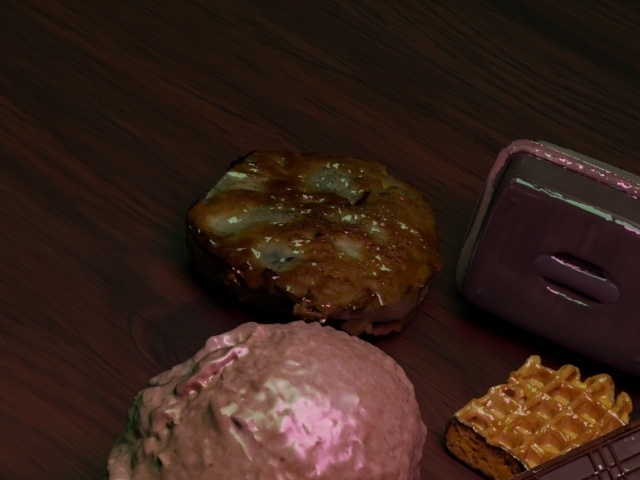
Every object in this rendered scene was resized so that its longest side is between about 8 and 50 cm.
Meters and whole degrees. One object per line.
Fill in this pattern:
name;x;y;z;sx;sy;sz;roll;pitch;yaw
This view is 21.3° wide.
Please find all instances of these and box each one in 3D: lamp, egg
lamp;0.241;0.248;1.666;0.325;0.090;0.089;-21;80;-25
egg;-0.047;0.209;1.552;0.310;0.279;0.279;-29;51;-24

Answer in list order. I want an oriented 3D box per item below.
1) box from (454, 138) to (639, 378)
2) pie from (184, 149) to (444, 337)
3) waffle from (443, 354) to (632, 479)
box;0.311;0.021;1.963;0.290;0.220;0.166;23;23;13
pie;0.000;0.000;1.987;0.288;0.103;0.354;20;32;10
waffle;0.253;0.199;1.833;0.160;0.055;0.211;33;42;24
